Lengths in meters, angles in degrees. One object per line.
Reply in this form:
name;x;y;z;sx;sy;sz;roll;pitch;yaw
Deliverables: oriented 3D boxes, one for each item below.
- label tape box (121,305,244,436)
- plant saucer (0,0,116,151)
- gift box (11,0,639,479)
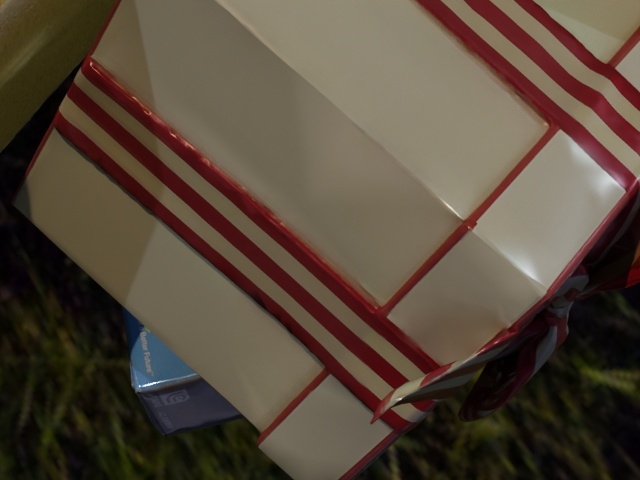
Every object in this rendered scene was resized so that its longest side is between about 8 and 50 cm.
label tape box;0.000;0.000;1.376;0.334;0.240;0.106;-15;148;2
plant saucer;-0.276;-0.233;1.071;0.081;0.333;0.332;-47;-172;50
gift box;0.022;-0.028;0.822;0.276;0.258;0.255;-47;178;-35
